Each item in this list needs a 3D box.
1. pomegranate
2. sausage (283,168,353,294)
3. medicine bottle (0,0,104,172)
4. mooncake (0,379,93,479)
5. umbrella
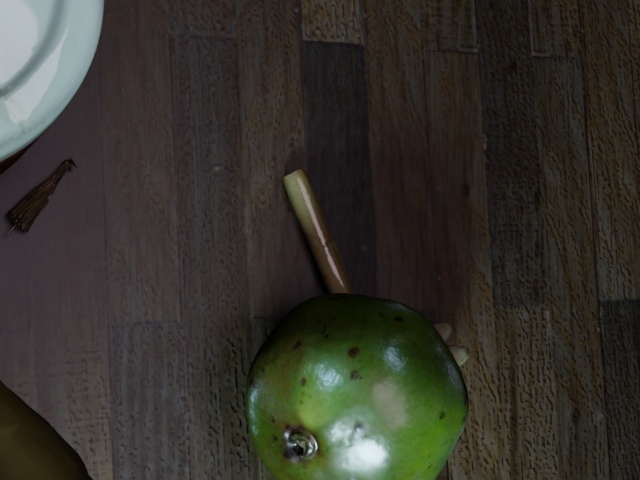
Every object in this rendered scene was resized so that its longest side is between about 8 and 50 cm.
[{"bbox_3d":[0.045,0.125,0.906,0.225,0.187,0.187,-18,93,-53],"label":"pomegranate"},{"bbox_3d":[0.000,0.000,0.967,0.024,0.024,0.132,-23,93,-24],"label":"sausage"},{"bbox_3d":[-0.293,-0.149,0.737,0.253,0.241,0.252,3,83,-24],"label":"medicine bottle"},{"bbox_3d":[-0.291,0.242,0.587,0.394,0.246,0.393,13,67,-6],"label":"mooncake"},{"bbox_3d":[-0.226,-0.036,0.873,0.020,0.031,0.083,35,67,17],"label":"umbrella"}]
